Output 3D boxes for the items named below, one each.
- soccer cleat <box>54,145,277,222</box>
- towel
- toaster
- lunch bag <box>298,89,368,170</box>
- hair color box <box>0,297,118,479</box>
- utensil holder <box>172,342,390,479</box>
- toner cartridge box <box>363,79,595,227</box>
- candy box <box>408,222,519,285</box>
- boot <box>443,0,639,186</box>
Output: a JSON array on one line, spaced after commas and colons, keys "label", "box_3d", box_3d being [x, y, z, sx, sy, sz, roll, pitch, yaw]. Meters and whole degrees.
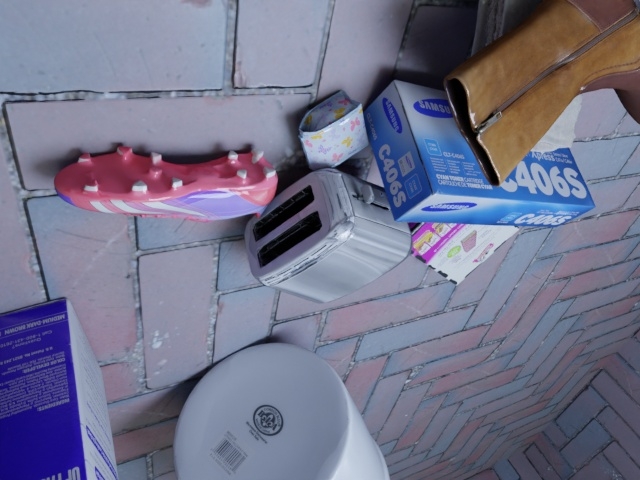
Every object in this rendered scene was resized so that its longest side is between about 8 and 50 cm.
[{"label": "soccer cleat", "box_3d": [-0.166, -0.052, 0.578, 0.248, 0.083, 0.095, -9, 140, -30]}, {"label": "towel", "box_3d": [0.269, -0.248, 0.620, 0.187, 0.049, 0.282, -5, 109, -32]}, {"label": "toaster", "box_3d": [0.000, 0.000, 0.682, 0.227, 0.129, 0.146, -32, 146, 30]}, {"label": "lunch bag", "box_3d": [0.012, -0.135, 0.628, 0.083, 0.053, 0.071, -37, 144, -11]}, {"label": "hair color box", "box_3d": [-0.311, 0.260, 0.591, 0.110, 0.339, 0.185, -16, 138, -20]}, {"label": "utensil holder", "box_3d": [-0.052, 0.415, 0.942, 0.328, 0.327, 0.385, -27, 138, -8]}, {"label": "toner cartridge box", "box_3d": [0.233, -0.109, 0.703, 0.348, 0.165, 0.075, 0, 155, -34]}, {"label": "candy box", "box_3d": [0.229, -0.027, 0.867, 0.159, 0.071, 0.233, -45, 138, 13]}, {"label": "boot", "box_3d": [0.298, -0.164, 0.578, 0.280, 0.096, 0.264, -46, 124, -10]}]
